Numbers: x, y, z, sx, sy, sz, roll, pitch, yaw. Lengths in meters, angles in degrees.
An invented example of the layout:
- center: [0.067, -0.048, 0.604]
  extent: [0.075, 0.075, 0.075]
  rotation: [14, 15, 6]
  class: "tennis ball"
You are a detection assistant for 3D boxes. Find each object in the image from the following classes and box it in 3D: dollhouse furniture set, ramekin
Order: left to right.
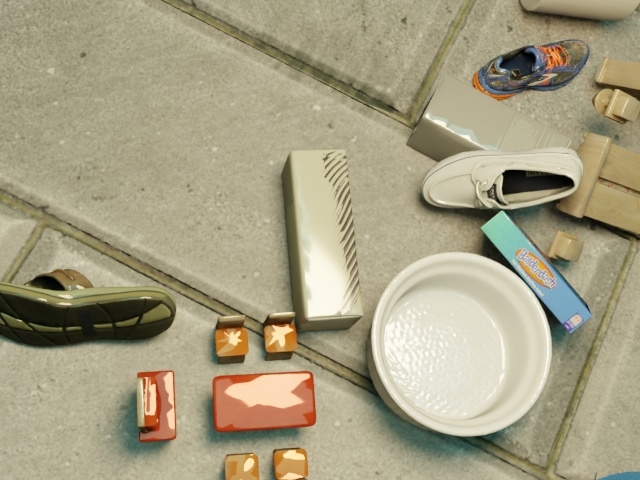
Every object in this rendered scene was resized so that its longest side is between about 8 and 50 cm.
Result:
- center: [-0.136, 0.239, 1.328]
  extent: [0.259, 0.135, 0.262]
  rotation: [-3, 74, -10]
  class: "dollhouse furniture set"
- center: [0.202, 0.168, 1.403]
  extent: [0.277, 0.135, 0.277]
  rotation: [2, 73, -8]
  class: "ramekin"
- center: [0.534, -0.120, 1.586]
  extent: [0.303, 0.174, 0.355]
  rotation: [16, 99, -30]
  class: "dollhouse furniture set"

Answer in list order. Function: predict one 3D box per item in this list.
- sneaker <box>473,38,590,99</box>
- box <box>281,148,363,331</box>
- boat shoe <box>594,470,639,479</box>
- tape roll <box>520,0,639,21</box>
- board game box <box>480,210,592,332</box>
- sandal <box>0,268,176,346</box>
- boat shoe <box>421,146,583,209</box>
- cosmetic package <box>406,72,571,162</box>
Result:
- center: [0.383, -0.308, 1.599]
  extent: [0.221, 0.087, 0.083]
  rotation: [-21, 78, -14]
  class: "sneaker"
- center: [0.000, 0.000, 1.435]
  extent: [0.094, 0.113, 0.275]
  rotation: [-3, 75, -11]
  class: "box"
- center: [0.402, 0.426, 1.387]
  extent: [0.258, 0.089, 0.109]
  rotation: [-18, 64, -9]
  class: "boat shoe"
- center: [0.467, -0.516, 1.592]
  extent: [0.169, 0.246, 0.246]
  rotation: [6, 73, -7]
  class: "tape roll"
- center: [0.345, 0.044, 1.450]
  extent: [0.047, 0.160, 0.210]
  rotation: [-41, 83, 12]
  class: "board game box"
- center: [-0.370, 0.093, 1.362]
  extent: [0.303, 0.120, 0.086]
  rotation: [3, 45, -10]
  class: "sandal"
- center: [0.279, -0.092, 1.425]
  extent: [0.258, 0.084, 0.095]
  rotation: [-12, 115, 23]
  class: "boat shoe"
- center: [0.277, -0.166, 1.521]
  extent: [0.238, 0.127, 0.107]
  rotation: [31, 72, -1]
  class: "cosmetic package"
